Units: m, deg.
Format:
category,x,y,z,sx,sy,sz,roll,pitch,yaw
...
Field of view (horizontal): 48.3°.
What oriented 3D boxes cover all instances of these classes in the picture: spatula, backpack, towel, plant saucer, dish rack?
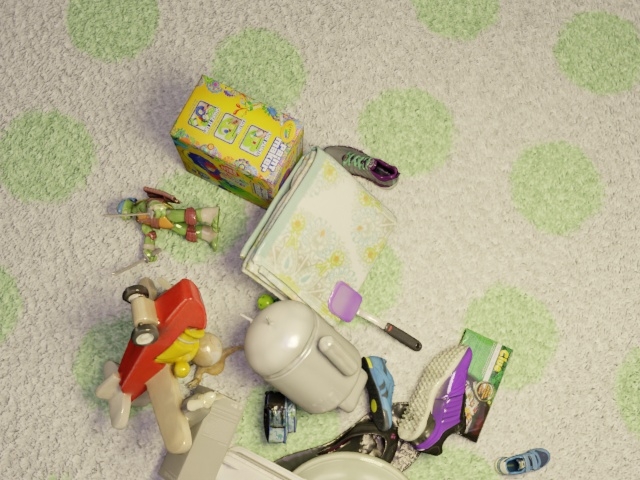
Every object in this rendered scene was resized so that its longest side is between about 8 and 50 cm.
category,x,y,z,sx,sy,sz,roll,pitch,yaw
spatula,0.144,0.208,1.826,0.296,0.030,0.084,32,76,-14
backpack,-0.099,0.442,1.766,0.084,0.105,0.114,3,100,-5
towel,0.000,0.000,1.805,0.320,0.090,0.374,41,72,-30
plant saucer,0.063,0.703,1.668,0.400,0.100,0.401,0,92,4
dish rack,-0.167,0.655,1.655,0.332,0.072,0.286,16,76,35

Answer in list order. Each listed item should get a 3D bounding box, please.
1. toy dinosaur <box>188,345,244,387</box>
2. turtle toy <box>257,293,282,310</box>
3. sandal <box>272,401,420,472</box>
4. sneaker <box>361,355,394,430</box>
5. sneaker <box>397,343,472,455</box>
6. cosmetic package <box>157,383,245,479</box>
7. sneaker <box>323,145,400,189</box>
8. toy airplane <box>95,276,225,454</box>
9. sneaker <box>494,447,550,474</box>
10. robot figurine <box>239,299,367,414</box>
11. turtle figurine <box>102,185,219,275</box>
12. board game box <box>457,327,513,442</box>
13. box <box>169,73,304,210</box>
category,x,y,z,sx,sy,sz,roll,pitch,yaw
toy dinosaur,-0.275,0.298,1.830,0.183,0.053,0.093,-37,96,-2
turtle toy,-0.100,0.175,1.847,0.130,0.066,0.095,15,77,1
sandal,0.076,0.541,1.753,0.445,0.107,0.168,-24,80,-8
sneaker,0.160,0.375,1.778,0.082,0.069,0.209,6,43,-20
sneaker,0.315,0.403,1.778,0.146,0.102,0.293,41,68,-15
cosmetic package,-0.287,0.483,1.728,0.107,0.127,0.238,32,73,-27
sneaker,0.112,-0.213,1.926,0.223,0.098,0.083,20,77,2
toy airplane,-0.369,0.281,1.704,0.272,0.384,0.386,5,85,-32
sneaker,0.513,0.559,1.794,0.144,0.059,0.053,-13,76,-6
robot figurine,-0.041,0.278,1.712,0.353,0.300,0.200,43,52,-26
turtle figurine,-0.396,-0.014,1.815,0.266,0.275,0.198,5,112,-6
board game box,0.389,0.373,1.846,0.136,0.030,0.260,25,78,5
box,-0.201,-0.235,1.820,0.279,0.290,0.177,26,78,4
